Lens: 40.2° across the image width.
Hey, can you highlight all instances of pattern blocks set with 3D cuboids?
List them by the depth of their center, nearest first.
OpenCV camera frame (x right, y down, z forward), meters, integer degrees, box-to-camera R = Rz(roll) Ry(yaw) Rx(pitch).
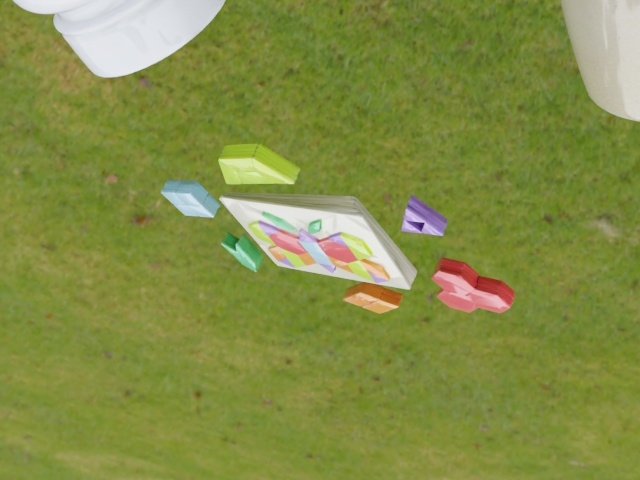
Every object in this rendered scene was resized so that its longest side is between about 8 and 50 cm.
[{"bbox_3d":[0.000,0.000,0.874,0.325,0.026,0.285,-1,146,47],"label":"pattern blocks set"}]

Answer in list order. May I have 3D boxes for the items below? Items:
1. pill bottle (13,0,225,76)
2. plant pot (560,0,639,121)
[{"bbox_3d":[-0.193,-0.265,0.616,0.160,0.160,0.283,-6,136,32],"label":"pill bottle"},{"bbox_3d":[0.331,-0.260,0.834,0.257,0.256,0.274,7,138,15],"label":"plant pot"}]
